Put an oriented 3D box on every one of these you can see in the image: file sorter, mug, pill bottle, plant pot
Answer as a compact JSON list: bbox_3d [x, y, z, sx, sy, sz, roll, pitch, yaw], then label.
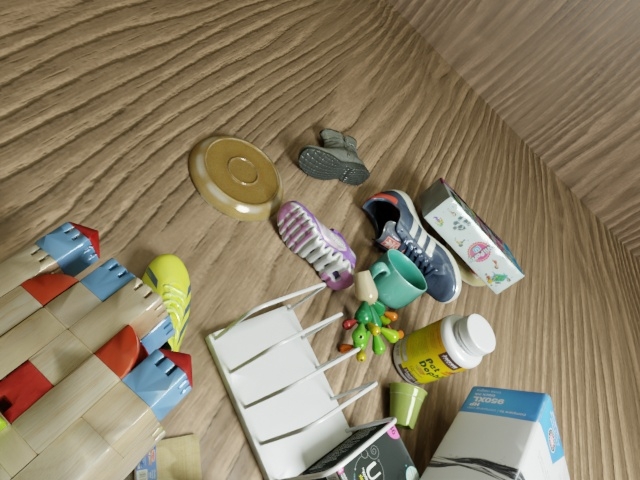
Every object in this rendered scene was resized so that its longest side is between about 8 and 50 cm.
[{"bbox_3d":[-0.031,0.235,0.750,0.192,0.173,0.278,-14,71,-44],"label":"file sorter"},{"bbox_3d":[0.166,0.092,1.046,0.157,0.097,0.129,36,26,-16],"label":"mug"},{"bbox_3d":[0.270,0.238,0.960,0.117,0.215,0.117,20,50,-27],"label":"pill bottle"},{"bbox_3d":[-0.181,-0.152,0.994,0.236,0.032,0.236,21,50,-28],"label":"plant pot"},{"bbox_3d":[0.176,0.351,0.915,0.083,0.083,0.079,30,59,-19],"label":"plant pot"}]

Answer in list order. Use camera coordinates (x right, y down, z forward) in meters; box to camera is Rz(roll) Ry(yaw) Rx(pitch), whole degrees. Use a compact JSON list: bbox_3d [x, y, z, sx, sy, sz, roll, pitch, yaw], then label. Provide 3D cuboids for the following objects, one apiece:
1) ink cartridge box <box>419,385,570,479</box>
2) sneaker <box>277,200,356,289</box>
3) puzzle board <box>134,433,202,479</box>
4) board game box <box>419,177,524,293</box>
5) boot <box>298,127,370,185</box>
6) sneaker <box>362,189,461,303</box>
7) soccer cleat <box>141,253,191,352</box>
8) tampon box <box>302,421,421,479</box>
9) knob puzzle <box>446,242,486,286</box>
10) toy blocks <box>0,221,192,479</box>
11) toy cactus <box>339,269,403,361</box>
[{"bbox_3d":[0.316,0.505,0.787,0.395,0.166,0.286,-30,106,-46],"label":"ink cartridge box"},{"bbox_3d":[0.000,0.000,1.001,0.236,0.095,0.104,49,38,-9],"label":"sneaker"},{"bbox_3d":[-0.219,0.357,0.631,0.096,0.011,0.128,6,58,-35],"label":"puzzle board"},{"bbox_3d":[0.422,-0.022,1.247,0.303,0.097,0.224,45,22,-10],"label":"board game box"},{"bbox_3d":[0.021,-0.246,1.202,0.246,0.083,0.161,10,49,-41],"label":"boot"},{"bbox_3d":[0.224,0.019,1.142,0.148,0.131,0.350,-7,57,-43],"label":"sneaker"},{"bbox_3d":[-0.246,0.139,0.677,0.093,0.121,0.289,21,50,-26],"label":"soccer cleat"},{"bbox_3d":[0.076,0.415,0.763,0.161,0.101,0.121,-15,73,-44],"label":"tampon box"},{"bbox_3d":[0.448,0.067,1.355,0.213,0.030,0.213,21,51,-28],"label":"knob puzzle"},{"bbox_3d":[-0.302,0.139,0.527,0.381,0.191,0.261,33,55,19],"label":"toy blocks"},{"bbox_3d":[0.102,0.158,0.948,0.219,0.112,0.181,-4,81,-55],"label":"toy cactus"}]
